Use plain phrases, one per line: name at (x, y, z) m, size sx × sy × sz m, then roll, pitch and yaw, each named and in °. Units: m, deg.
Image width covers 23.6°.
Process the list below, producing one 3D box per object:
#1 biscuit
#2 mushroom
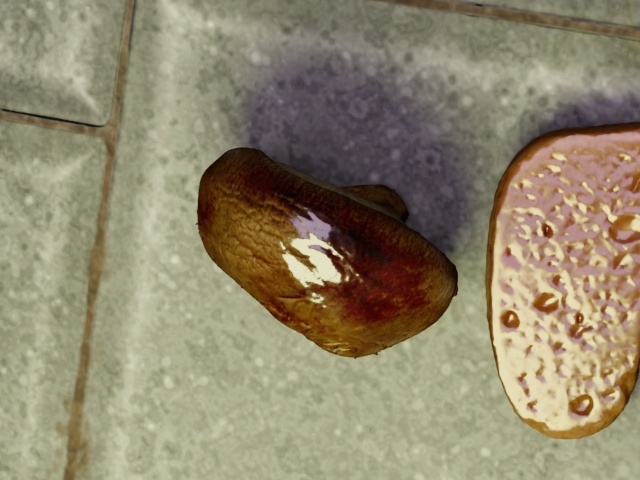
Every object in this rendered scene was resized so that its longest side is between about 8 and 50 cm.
biscuit at (0.274, 0.031, 1.262) m, size 0.277 × 0.052 × 0.262 m, roll -4°, pitch 100°, yaw 14°
mushroom at (-0.006, 0.014, 1.256) m, size 0.231 × 0.194 × 0.138 m, roll 27°, pitch 101°, yaw 21°
